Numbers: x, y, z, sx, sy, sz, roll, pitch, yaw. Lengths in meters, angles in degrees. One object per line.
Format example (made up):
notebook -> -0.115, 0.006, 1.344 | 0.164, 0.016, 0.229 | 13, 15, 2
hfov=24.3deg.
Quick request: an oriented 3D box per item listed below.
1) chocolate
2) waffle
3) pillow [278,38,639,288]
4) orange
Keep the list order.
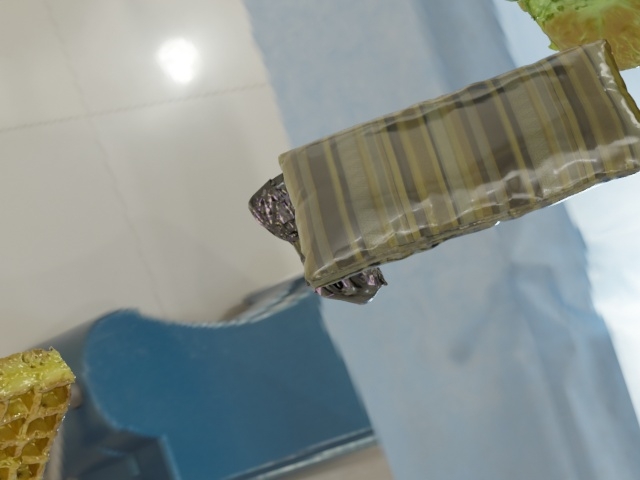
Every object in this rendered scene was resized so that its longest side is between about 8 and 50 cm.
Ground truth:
chocolate -> -0.003, 0.001, 1.421 | 0.072, 0.070, 0.147 | -35, 68, -26
waffle -> -0.347, 0.190, 1.398 | 0.211, 0.160, 0.055 | -13, 48, -40
pillow -> 0.080, -0.045, 0.825 | 0.113, 0.203, 0.038 | -104, 173, -45
orange -> 0.271, -0.285, 1.461 | 0.237, 0.179, 0.158 | 32, 57, -39
